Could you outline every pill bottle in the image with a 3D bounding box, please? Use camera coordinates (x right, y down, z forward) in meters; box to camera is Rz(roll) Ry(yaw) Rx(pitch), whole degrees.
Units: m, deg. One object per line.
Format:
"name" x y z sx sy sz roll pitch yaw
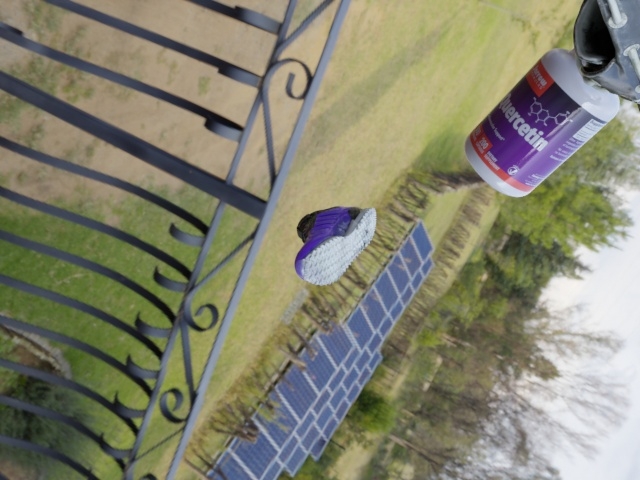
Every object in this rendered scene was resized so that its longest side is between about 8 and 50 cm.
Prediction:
"pill bottle" 0.454 -0.250 1.141 0.323 0.181 0.181 -50 173 37

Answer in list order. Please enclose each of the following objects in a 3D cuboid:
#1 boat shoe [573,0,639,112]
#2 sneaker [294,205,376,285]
"boat shoe" 0.180 -0.124 0.324 0.219 0.070 0.078 36 42 -52
"sneaker" 0.000 0.001 1.238 0.293 0.146 0.102 -37 134 -52
